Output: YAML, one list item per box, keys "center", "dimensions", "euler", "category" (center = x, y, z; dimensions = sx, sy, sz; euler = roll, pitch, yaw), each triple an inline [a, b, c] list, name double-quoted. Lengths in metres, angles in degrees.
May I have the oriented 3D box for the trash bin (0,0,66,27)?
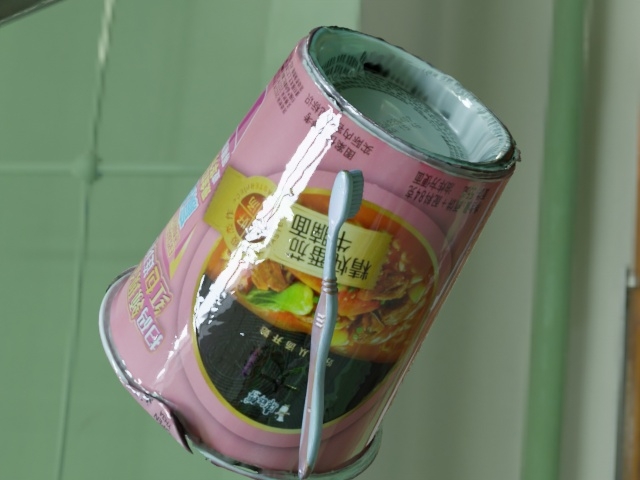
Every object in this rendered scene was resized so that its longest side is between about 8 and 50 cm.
- center: [-0.314, -0.466, 1.834]
  dimensions: [0.432, 0.280, 0.280]
  euler: [-30, -51, -21]
  category: "trash bin"

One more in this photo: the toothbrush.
- center: [0.003, 0.051, 0.784]
  dimensions: [0.019, 0.013, 0.193]
  euler: [-15, -59, -46]
  category: "toothbrush"

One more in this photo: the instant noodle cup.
- center: [0.000, 0.000, 0.955]
  dimensions: [0.255, 0.244, 0.244]
  euler: [-59, -6, 27]
  category: "instant noodle cup"
